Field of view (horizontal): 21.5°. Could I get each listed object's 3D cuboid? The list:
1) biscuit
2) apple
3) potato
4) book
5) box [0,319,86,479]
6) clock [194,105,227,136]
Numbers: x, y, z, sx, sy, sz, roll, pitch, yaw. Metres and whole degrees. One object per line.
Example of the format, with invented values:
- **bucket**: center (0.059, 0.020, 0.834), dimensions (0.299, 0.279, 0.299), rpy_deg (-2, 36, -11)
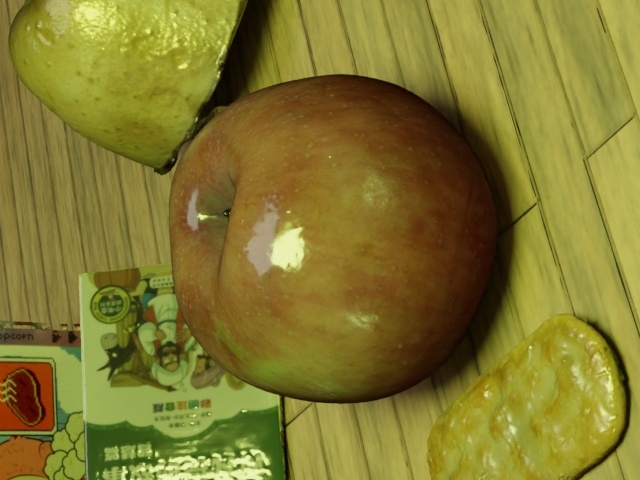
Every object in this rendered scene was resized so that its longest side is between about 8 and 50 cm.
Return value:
- **biscuit**: center (0.155, 0.150, 1.319), dimensions (0.247, 0.029, 0.118), rpy_deg (-48, 47, 45)
- **apple**: center (0.000, 0.000, 1.401), dimensions (0.306, 0.235, 0.305), rpy_deg (-20, 67, 57)
- **potato**: center (-0.202, -0.222, 1.755), dimensions (0.285, 0.242, 0.242), rpy_deg (-57, 40, 36)
- **book**: center (-0.138, 0.150, 1.677), dimensions (0.027, 0.202, 0.264), rpy_deg (59, -154, -72)
- **box**: center (-0.306, 0.284, 1.774), dimensions (0.257, 0.319, 0.348), rpy_deg (-33, 57, 58)
- **clock**: center (-0.112, -0.079, 1.788), dimensions (0.129, 0.041, 0.087), rpy_deg (-59, 43, 28)
